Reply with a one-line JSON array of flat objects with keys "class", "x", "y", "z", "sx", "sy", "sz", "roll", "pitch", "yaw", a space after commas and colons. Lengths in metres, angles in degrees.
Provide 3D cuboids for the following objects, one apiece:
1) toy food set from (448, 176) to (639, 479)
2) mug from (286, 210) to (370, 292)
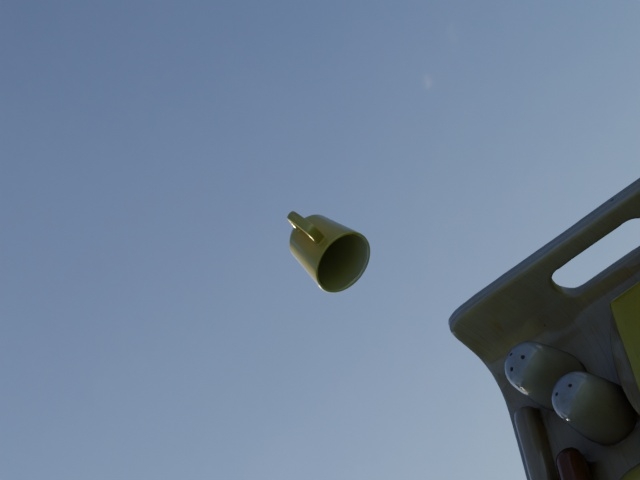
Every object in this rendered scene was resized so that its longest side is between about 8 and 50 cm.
[{"class": "toy food set", "x": 0.178, "y": 0.106, "z": 0.747, "sx": 0.092, "sy": 0.306, "sz": 0.219, "roll": 29, "pitch": -55, "yaw": -35}, {"class": "mug", "x": 0.003, "y": 0.001, "z": 1.315, "sx": 0.062, "sy": 0.064, "sz": 0.078, "roll": -24, "pitch": -51, "yaw": -26}]
